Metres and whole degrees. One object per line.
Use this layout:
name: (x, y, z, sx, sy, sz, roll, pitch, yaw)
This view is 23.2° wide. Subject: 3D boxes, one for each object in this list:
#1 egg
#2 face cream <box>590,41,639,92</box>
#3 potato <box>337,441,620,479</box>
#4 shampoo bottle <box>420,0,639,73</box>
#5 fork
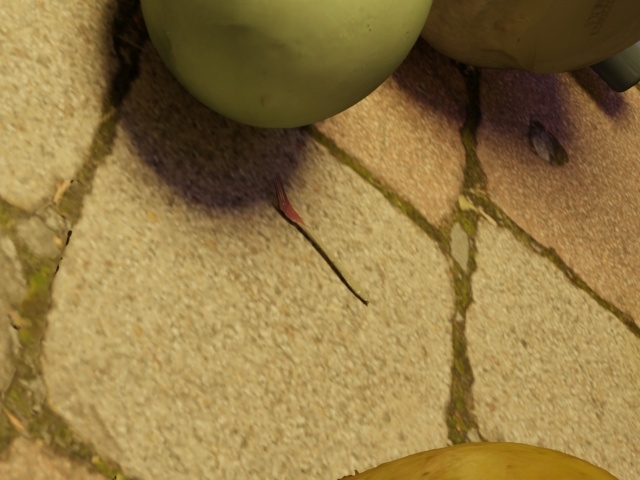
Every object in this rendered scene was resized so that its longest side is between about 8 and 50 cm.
egg: (-0.020, -0.193, 1.081, 0.203, 0.203, 0.283, 40, 37, -21)
face cream: (0.190, -0.305, 1.560, 0.385, 0.086, 0.135, 44, 34, -6)
potato: (0.097, 0.222, 0.854, 0.242, 0.242, 0.285, 54, 30, 0)
shampoo bottle: (0.176, -0.316, 1.331, 0.322, 0.322, 0.317, 12, 60, -46)
fork: (-0.001, 0.001, 1.109, 0.115, 0.012, 0.016, 52, 37, -12)
